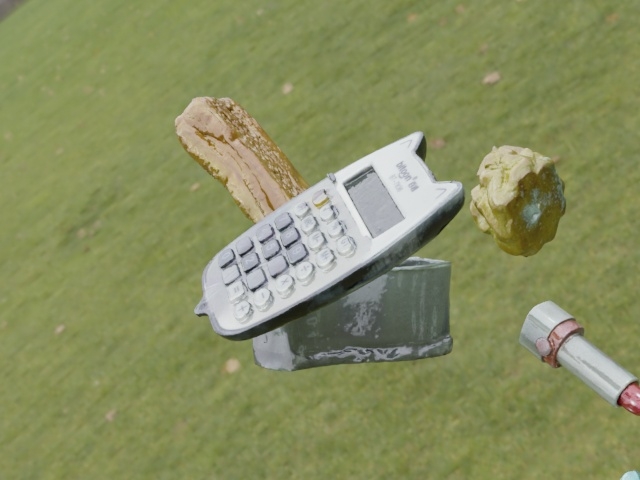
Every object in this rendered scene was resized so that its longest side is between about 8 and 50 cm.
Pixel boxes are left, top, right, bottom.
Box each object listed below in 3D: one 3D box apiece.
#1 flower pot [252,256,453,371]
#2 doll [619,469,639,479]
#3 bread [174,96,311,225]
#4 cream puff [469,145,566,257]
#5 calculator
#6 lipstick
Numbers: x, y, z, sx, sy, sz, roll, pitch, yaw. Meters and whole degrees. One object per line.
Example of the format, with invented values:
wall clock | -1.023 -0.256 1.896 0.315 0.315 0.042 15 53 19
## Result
flower pot | 0.035 0.079 1.260 0.229 0.108 0.103 -5 4 -17
doll | 0.494 0.444 1.772 0.159 0.159 0.059 -18 -27 -15
bread | -0.077 -0.078 1.502 0.077 0.271 0.139 -49 -17 22
cream puff | 0.258 -0.057 1.554 0.146 0.146 0.116 -44 36 -18
calculator | 0.000 0.000 1.044 0.268 0.040 0.177 -28 29 3
lipstick | 0.316 0.147 1.323 0.057 0.063 0.186 -17 41 -35
